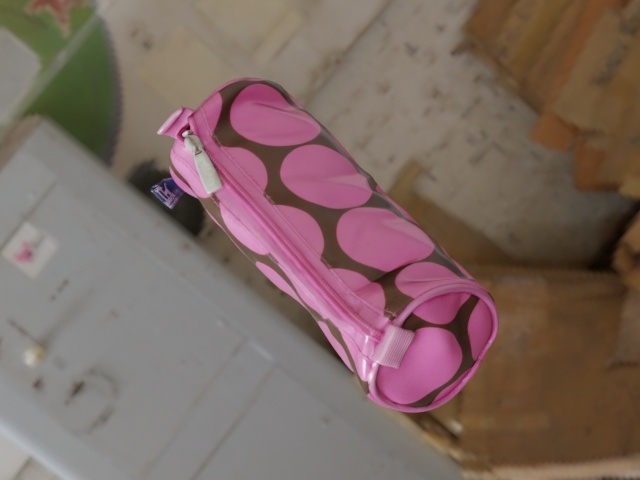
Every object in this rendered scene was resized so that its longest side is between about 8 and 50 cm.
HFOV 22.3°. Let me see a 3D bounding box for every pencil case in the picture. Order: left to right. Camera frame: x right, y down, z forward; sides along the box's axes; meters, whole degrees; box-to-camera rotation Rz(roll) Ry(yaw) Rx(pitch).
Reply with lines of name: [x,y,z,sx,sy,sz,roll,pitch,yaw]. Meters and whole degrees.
pencil case: [0.000,0.000,0.880,0.095,0.098,0.209,-51,58,8]
